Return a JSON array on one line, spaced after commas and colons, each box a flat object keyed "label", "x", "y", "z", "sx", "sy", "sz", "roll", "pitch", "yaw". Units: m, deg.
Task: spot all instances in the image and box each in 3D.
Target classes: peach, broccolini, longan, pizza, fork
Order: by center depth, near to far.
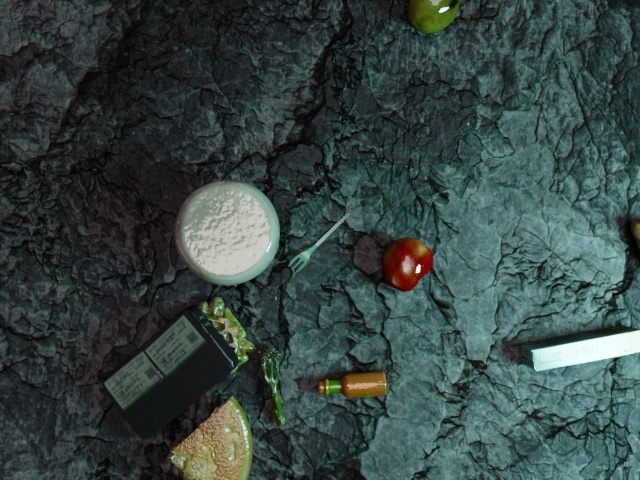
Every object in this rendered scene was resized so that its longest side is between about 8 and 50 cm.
[{"label": "pizza", "x": -0.299, "y": 0.573, "z": 1.360, "sx": 0.229, "sy": 0.081, "sz": 0.289, "roll": -3, "pitch": 85, "yaw": -7}, {"label": "peach", "x": 0.230, "y": 0.066, "z": 1.398, "sx": 0.151, "sy": 0.151, "sz": 0.118, "roll": 54, "pitch": 42, "yaw": 3}, {"label": "broccolini", "x": -0.123, "y": 0.404, "z": 1.401, "sx": 0.067, "sy": 0.058, "sz": 0.216, "roll": -12, "pitch": 94, "yaw": 33}, {"label": "fork", "x": 0.000, "y": 0.000, "z": 1.438, "sx": 0.039, "sy": 0.021, "sz": 0.235, "roll": 45, "pitch": 87, "yaw": -1}, {"label": "longan", "x": 0.315, "y": -0.679, "z": 1.441, "sx": 0.155, "sy": 0.145, "sz": 0.176, "roll": -36, "pitch": 44, "yaw": -25}]

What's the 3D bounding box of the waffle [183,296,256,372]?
[{"label": "waffle", "x": -0.316, "y": 0.284, "z": 1.396, "sx": 0.204, "sy": 0.054, "sz": 0.223, "roll": -35, "pitch": 88, "yaw": -3}]

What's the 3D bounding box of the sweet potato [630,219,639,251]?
[{"label": "sweet potato", "x": 0.962, "y": 0.045, "z": 1.411, "sx": 0.097, "sy": 0.097, "sz": 0.251, "roll": -27, "pitch": 85, "yaw": -3}]

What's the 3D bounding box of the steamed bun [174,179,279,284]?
[{"label": "steamed bun", "x": -0.248, "y": -0.019, "z": 1.357, "sx": 0.283, "sy": 0.177, "sz": 0.282, "roll": 0, "pitch": 82, "yaw": -3}]

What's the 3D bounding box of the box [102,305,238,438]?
[{"label": "box", "x": -0.407, "y": 0.357, "z": 1.353, "sx": 0.350, "sy": 0.058, "sz": 0.211, "roll": -39, "pitch": 86, "yaw": 11}]

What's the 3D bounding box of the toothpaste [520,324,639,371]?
[{"label": "toothpaste", "x": 0.724, "y": 0.297, "z": 1.393, "sx": 0.313, "sy": 0.089, "sz": 0.070, "roll": -9, "pitch": 91, "yaw": -2}]

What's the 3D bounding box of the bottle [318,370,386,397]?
[{"label": "bottle", "x": 0.087, "y": 0.401, "z": 1.388, "sx": 0.187, "sy": 0.069, "sz": 0.069, "roll": -3, "pitch": 86, "yaw": 1}]
